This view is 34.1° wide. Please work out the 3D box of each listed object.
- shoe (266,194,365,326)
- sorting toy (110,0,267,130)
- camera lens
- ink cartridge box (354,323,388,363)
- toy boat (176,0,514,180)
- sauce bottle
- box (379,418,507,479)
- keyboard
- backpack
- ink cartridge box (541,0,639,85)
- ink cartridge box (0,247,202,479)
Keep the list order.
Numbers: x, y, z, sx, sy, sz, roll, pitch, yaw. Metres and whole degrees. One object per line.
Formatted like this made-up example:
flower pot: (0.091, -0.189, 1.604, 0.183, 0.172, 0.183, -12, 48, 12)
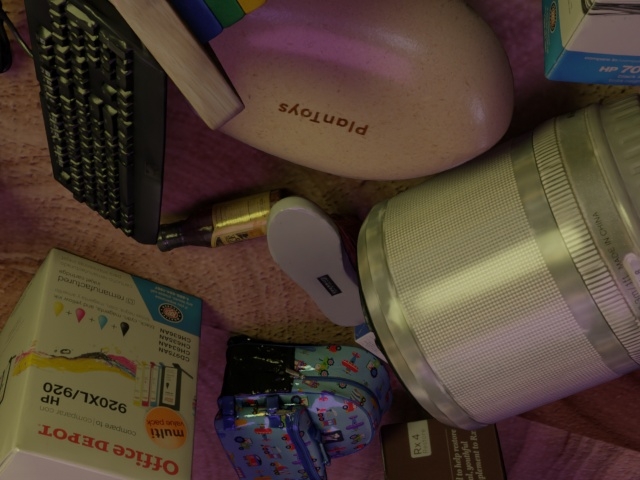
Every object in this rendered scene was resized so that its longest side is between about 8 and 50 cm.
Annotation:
shoe: (0.000, 0.000, 0.956, 0.063, 0.081, 0.178, -18, 137, 16)
sorting toy: (-0.123, -0.234, 0.602, 0.089, 0.255, 0.257, -34, 131, 4)
camera lens: (0.184, 0.024, 0.889, 0.274, 0.219, 0.219, -26, 132, 23)
ink cartridge box: (0.139, 0.116, 1.111, 0.097, 0.046, 0.207, -33, 129, 29)
toy boat: (0.046, -0.179, 0.747, 0.267, 0.148, 0.318, 18, 140, -13)
sauce bottle: (-0.091, -0.015, 0.968, 0.128, 0.042, 0.042, -13, 135, 14)
box: (0.174, 0.374, 1.249, 0.143, 0.191, 0.381, -11, 144, 10)
keyboard: (-0.195, -0.110, 0.779, 0.201, 0.033, 0.317, 42, 157, 8)
backpack: (-0.012, 0.182, 1.113, 0.173, 0.117, 0.158, -2, 136, 9)
ink cartridge box: (0.203, -0.205, 0.662, 0.082, 0.140, 0.191, 4, 160, -6)
ink cartridge box: (-0.228, 0.165, 1.012, 0.171, 0.233, 0.168, 22, 132, -24)
